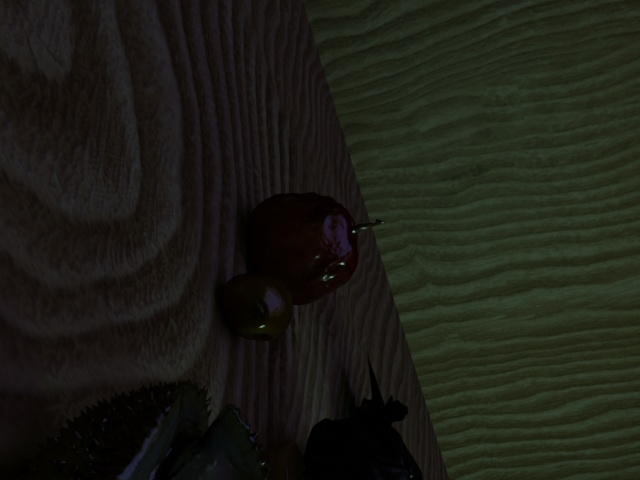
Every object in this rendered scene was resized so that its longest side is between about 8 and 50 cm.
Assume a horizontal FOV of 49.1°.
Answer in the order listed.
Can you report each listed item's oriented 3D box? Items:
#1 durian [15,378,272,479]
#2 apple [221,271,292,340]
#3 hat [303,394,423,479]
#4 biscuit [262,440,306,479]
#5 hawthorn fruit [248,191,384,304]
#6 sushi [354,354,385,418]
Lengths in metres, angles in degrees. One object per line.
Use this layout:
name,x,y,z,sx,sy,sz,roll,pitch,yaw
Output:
durian,-0.160,0.225,0.548,0.237,0.138,0.193,-28,98,-34
apple,-0.093,0.100,1.053,0.114,0.099,0.102,50,31,-71
hat,0.107,0.390,1.124,0.336,0.209,0.238,56,20,-63
biscuit,-0.021,0.481,1.052,0.312,0.057,0.351,40,38,-72
hawthorn fruit,0.000,0.000,1.249,0.207,0.243,0.207,-16,90,-76
sushi,0.128,0.505,1.631,0.359,0.064,0.343,-108,-170,-64
